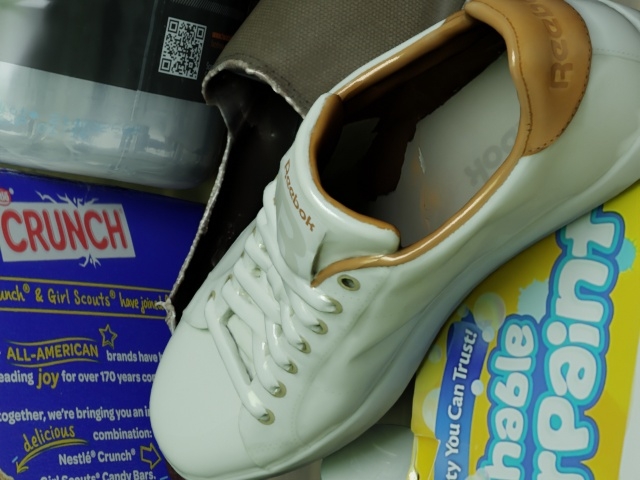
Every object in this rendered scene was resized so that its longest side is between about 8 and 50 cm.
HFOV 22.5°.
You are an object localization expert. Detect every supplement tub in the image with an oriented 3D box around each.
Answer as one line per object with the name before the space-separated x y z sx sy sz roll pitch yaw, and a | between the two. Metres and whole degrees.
supplement tub | -0.128 -0.209 0.887 0.207 0.207 0.338 15 95 36

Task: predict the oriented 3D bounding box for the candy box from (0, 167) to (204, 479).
candy box | -0.158 0.129 0.847 0.122 0.268 0.317 -14 78 32

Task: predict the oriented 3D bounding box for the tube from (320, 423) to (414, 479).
tube | 0.039 0.178 0.778 0.080 0.052 0.207 32 144 39

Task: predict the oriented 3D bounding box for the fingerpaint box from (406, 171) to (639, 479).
fingerpaint box | 0.219 0.142 0.625 0.371 0.163 0.445 3 87 39

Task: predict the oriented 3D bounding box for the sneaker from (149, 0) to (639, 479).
sneaker | 0.000 0.000 0.639 0.290 0.123 0.106 -45 60 29

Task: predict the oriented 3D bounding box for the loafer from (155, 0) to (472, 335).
loafer | 0.020 -0.082 0.805 0.133 0.130 0.366 17 93 40
